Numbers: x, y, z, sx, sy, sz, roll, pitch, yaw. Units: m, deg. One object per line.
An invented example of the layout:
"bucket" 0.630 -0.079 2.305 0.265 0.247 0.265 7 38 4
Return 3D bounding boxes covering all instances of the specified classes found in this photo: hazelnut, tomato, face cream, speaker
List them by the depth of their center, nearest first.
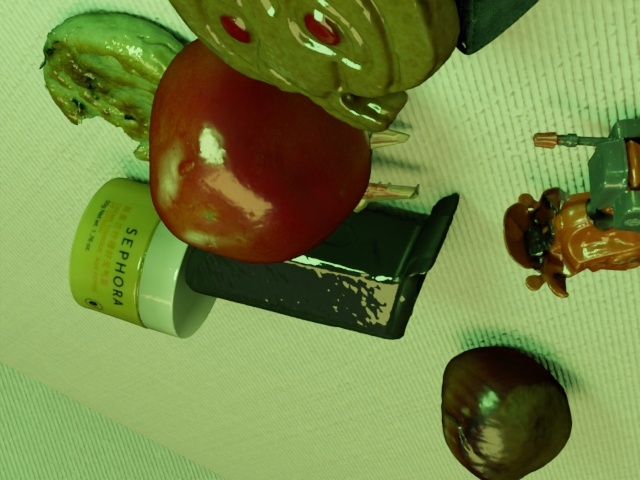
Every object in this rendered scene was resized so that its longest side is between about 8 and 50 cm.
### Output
"tomato" -0.083 -0.100 1.600 0.298 0.226 0.299 14 131 17
"speaker" 0.000 0.000 1.910 0.388 0.180 0.184 13 146 18
"face cream" -0.264 0.026 2.105 0.179 0.218 0.218 16 154 15
"hazelnut" 0.289 0.272 2.191 0.229 0.229 0.229 18 155 9

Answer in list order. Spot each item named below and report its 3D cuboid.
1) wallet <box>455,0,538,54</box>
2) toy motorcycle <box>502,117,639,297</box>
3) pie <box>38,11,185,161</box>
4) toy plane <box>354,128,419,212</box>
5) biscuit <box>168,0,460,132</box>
"wallet" 0.181 -0.320 1.117 0.046 0.190 0.379 44 163 23
"toy motorcycle" 0.339 -0.033 1.615 0.221 0.148 0.326 0 157 -4
"pie" -0.247 -0.201 1.825 0.302 0.067 0.302 20 155 10
"toy plane" 0.002 -0.093 1.782 0.242 0.104 0.256 28 144 -17
"biscuit" -0.034 -0.241 1.289 0.394 0.070 0.350 2 132 56
